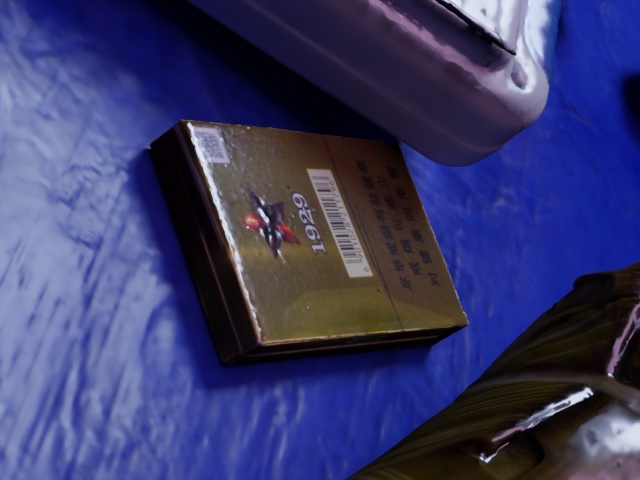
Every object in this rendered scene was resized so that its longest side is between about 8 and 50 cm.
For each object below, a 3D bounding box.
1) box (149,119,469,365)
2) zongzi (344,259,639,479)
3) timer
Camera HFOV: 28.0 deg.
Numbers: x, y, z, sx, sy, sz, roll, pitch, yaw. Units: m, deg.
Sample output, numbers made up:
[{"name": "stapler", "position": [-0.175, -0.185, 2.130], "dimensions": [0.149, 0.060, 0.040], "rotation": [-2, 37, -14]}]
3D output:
[{"name": "box", "position": [0.000, 0.000, 0.504], "dimensions": [0.133, 0.023, 0.090], "rotation": [-1, 62, -50]}, {"name": "zongzi", "position": [0.100, 0.166, 0.420], "dimensions": [0.288, 0.134, 0.286], "rotation": [-23, 86, -41]}, {"name": "timer", "position": [0.003, -0.161, 0.548], "dimensions": [0.253, 0.078, 0.178], "rotation": [30, 53, -22]}]
